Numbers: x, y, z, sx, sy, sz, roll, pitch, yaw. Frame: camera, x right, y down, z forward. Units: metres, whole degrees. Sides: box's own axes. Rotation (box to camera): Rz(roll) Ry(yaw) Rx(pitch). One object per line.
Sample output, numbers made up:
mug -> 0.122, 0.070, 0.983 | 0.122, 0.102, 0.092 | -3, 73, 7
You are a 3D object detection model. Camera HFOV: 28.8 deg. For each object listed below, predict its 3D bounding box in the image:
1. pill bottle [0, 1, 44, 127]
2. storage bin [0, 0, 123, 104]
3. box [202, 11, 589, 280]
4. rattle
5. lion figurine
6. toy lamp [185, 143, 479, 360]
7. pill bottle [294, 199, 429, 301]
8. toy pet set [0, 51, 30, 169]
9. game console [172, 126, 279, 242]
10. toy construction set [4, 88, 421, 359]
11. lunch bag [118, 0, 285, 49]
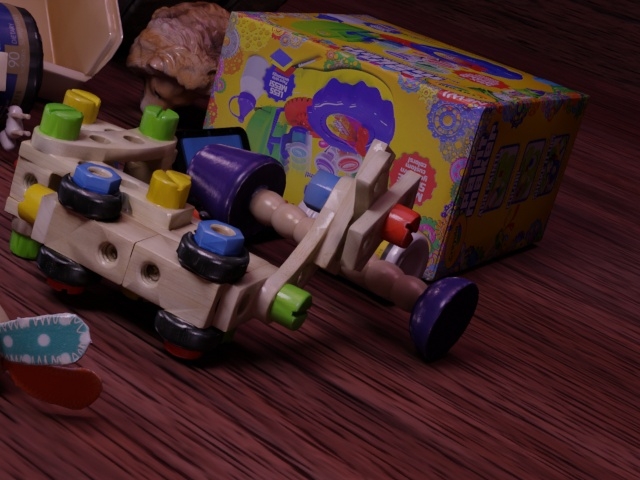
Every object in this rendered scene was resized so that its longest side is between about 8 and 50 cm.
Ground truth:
pill bottle -> -0.382, -0.172, 1.162 | 0.219, 0.123, 0.123 | 1, 23, -40
storage bin -> -0.367, -0.305, 1.337 | 0.262, 0.123, 0.260 | 14, 50, -41
box -> 0.077, -0.110, 1.292 | 0.290, 0.177, 0.279 | 25, 20, 26
rattle -> -0.241, 0.051, 0.704 | 0.200, 0.130, 0.142 | 47, 36, 9
lion figurine -> -0.064, -0.214, 1.516 | 0.392, 0.142, 0.240 | -3, 11, -29
toy lamp -> 0.000, 0.000, 1.025 | 0.274, 0.080, 0.080 | 33, 23, 27
pill bottle -> 0.031, 0.003, 1.089 | 0.116, 0.065, 0.065 | 26, 20, 30
toy pet set -> -0.321, -0.117, 1.097 | 0.065, 0.114, 0.122 | 11, 7, 44
game console -> -0.074, -0.053, 1.155 | 0.107, 0.071, 0.122 | 25, 20, 28
toy construction set -> -0.095, -0.016, 0.929 | 0.327, 0.151, 0.215 | 11, 14, 21
lunch bag -> -0.152, -0.375, 1.682 | 0.256, 0.213, 0.305 | 4, -18, -29
